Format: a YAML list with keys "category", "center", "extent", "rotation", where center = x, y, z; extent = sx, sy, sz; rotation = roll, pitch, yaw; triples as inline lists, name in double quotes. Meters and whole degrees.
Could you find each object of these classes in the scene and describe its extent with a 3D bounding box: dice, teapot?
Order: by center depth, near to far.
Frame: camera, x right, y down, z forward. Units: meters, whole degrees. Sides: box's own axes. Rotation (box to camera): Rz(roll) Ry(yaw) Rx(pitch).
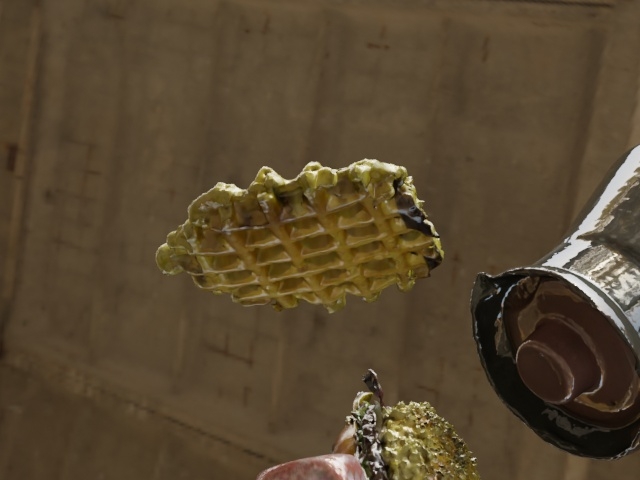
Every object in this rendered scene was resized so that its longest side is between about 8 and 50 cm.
- category: "dice"
  center: [-0.004, 0.246, 1.214]
  extent: [0.091, 0.093, 0.094]
  rotation: [-16, -106, 12]
- category: "teapot"
  center: [0.391, 0.093, 1.527]
  extent: [0.376, 0.361, 0.306]
  rotation: [47, -32, 20]

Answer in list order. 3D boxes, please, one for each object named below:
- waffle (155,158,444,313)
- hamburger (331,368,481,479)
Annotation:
- category: "waffle"
  center: [0.000, 0.003, 1.382]
  extent: [0.307, 0.311, 0.060]
  rotation: [-27, -120, 40]
- category: "hamburger"
  center: [0.106, 0.275, 1.474]
  extent: [0.138, 0.262, 0.243]
  rotation: [-26, -158, 11]
